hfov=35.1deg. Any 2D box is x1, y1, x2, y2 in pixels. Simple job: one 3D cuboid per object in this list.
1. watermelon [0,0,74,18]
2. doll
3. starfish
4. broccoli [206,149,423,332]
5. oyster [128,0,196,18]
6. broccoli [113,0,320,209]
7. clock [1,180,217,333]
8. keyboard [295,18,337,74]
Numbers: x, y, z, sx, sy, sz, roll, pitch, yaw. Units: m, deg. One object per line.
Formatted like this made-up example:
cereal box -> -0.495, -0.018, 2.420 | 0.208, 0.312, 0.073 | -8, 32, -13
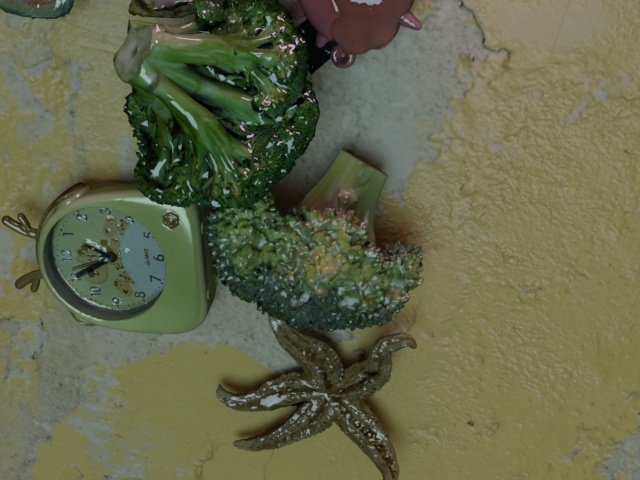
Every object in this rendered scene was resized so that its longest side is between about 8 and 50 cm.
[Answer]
watermelon -> -0.394, -0.376, 1.353 | 0.187, 0.071, 0.139 | 26, 109, 4
doll -> 0.048, -0.348, 1.282 | 0.211, 0.093, 0.262 | 7, 107, 17
starfish -> 0.010, 0.248, 1.571 | 0.327, 0.094, 0.375 | 41, 120, -1
broccoli -> 0.000, 0.019, 1.400 | 0.260, 0.235, 0.288 | -42, 140, 24
oyster -> -0.159, -0.370, 1.324 | 0.133, 0.072, 0.209 | 26, 98, 10
broccoli -> -0.146, -0.184, 1.287 | 0.275, 0.308, 0.308 | 23, 122, -44
clock -> -0.313, 0.016, 1.506 | 0.308, 0.096, 0.235 | 2, 116, 7
keyboard -> 0.041, -0.305, 1.355 | 0.198, 0.010, 0.063 | -37, 103, 21
